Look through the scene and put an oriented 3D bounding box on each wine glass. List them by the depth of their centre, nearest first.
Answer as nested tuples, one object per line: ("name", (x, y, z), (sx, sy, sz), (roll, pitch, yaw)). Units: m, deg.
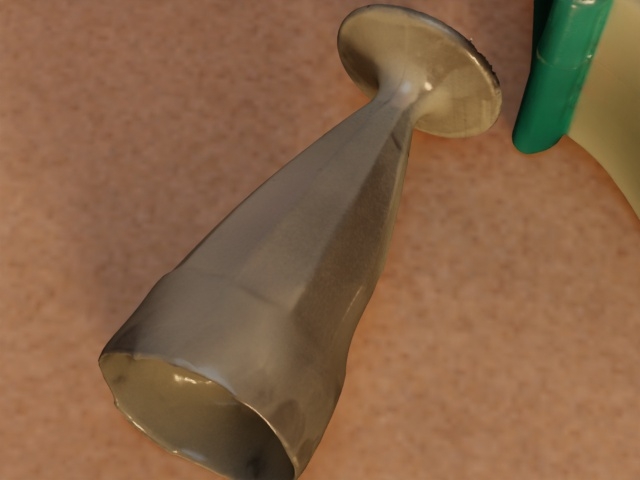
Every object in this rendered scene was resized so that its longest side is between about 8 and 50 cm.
("wine glass", (0.000, 0.000, 0.502), (0.073, 0.073, 0.155), (29, 63, 12))

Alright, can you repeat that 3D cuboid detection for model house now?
("model house", (0.131, -0.078, 0.528), (0.127, 0.100, 0.149), (-37, 72, -19))
